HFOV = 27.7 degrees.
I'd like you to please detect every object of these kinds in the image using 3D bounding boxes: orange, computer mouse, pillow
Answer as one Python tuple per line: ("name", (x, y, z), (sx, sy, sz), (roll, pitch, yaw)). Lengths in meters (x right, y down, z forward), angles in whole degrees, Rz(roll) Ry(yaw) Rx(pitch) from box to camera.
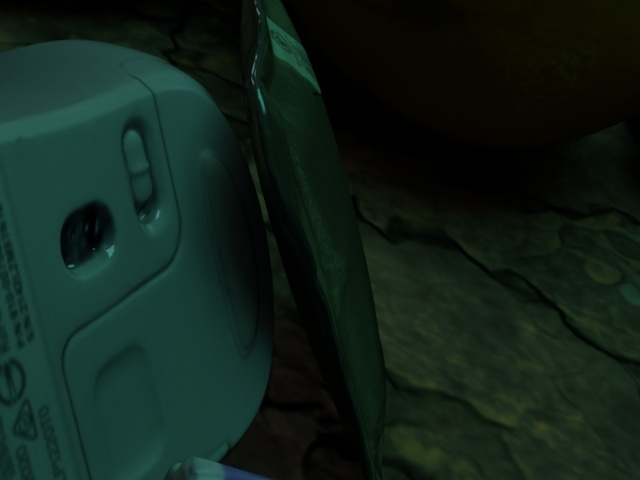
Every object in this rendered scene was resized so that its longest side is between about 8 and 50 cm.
("orange", (0.112, -0.206, 0.736), (0.312, 0.312, 0.312), (18, 37, -14))
("computer mouse", (-0.122, 0.035, 0.399), (0.121, 0.184, 0.297), (2, 24, 27))
("pillow", (-0.001, 0.000, 0.512), (0.033, 0.217, 0.130), (-12, 42, 4))

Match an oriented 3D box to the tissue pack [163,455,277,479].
("tissue pack", (0.079, 0.223, 0.311), (0.338, 0.160, 0.242), (20, 38, -10))
